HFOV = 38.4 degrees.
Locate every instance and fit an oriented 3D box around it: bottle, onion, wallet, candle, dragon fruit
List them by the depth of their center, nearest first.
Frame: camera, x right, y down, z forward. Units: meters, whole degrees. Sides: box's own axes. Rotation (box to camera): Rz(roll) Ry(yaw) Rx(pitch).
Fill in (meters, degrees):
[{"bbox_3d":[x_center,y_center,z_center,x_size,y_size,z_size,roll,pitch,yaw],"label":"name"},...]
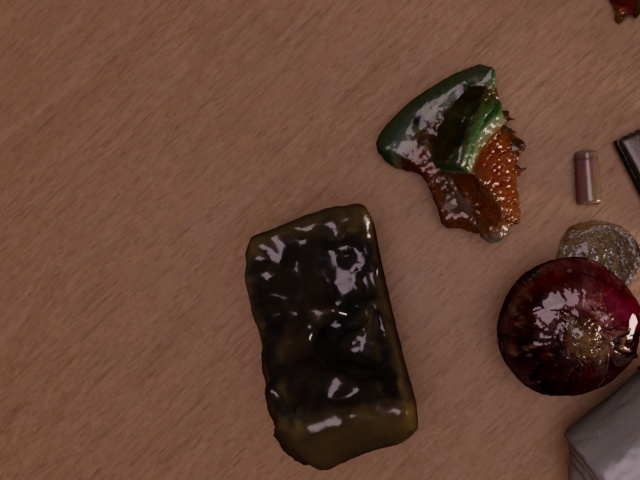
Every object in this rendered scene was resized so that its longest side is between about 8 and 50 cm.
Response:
[{"bbox_3d":[0.550,0.350,1.559,0.342,0.221,0.221,-39,86,6],"label":"candle"},{"bbox_3d":[0.422,0.149,1.583,0.246,0.190,0.246,0,94,3],"label":"onion"},{"bbox_3d":[0.565,-0.464,1.636,0.126,0.068,0.112,-32,86,3],"label":"dragon fruit"},{"bbox_3d":[0.617,-0.113,1.647,0.110,0.031,0.198,-27,87,4],"label":"wallet"},{"bbox_3d":[0.480,-0.113,1.654,0.045,0.045,0.096,-4,87,5],"label":"bottle"}]

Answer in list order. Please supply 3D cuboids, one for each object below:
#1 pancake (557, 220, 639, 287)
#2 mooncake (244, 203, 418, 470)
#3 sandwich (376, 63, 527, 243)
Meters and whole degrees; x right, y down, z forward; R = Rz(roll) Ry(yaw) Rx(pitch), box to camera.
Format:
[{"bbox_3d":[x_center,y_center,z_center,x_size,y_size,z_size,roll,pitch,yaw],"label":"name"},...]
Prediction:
[{"bbox_3d":[0.501,0.033,1.660,0.152,0.025,0.151,0,91,6],"label":"pancake"},{"bbox_3d":[0.017,0.166,1.521,0.246,0.394,0.393,-17,113,8],"label":"mooncake"},{"bbox_3d":[0.251,-0.135,1.618,0.250,0.162,0.301,-28,84,9],"label":"sandwich"}]
